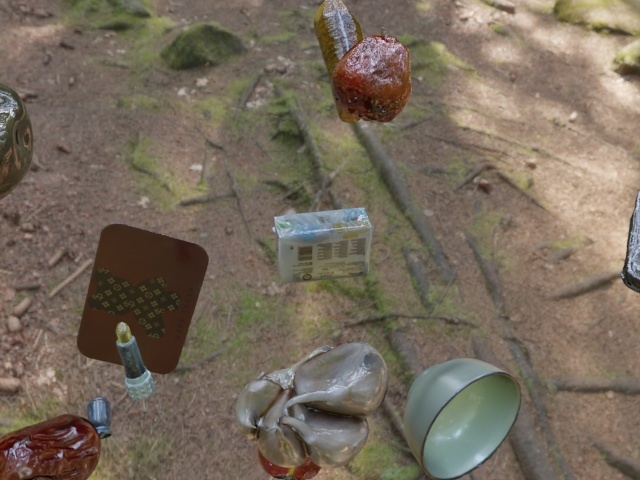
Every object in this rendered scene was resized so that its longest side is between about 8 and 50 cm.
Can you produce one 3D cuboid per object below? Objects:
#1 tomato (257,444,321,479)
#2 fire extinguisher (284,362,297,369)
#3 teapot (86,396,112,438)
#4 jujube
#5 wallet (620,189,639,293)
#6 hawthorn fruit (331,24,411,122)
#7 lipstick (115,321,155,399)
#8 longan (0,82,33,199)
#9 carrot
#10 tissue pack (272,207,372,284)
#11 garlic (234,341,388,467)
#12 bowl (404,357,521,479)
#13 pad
[{"bbox_3d":[-0.068,0.436,1.262,0.159,0.091,0.139,20,73,-24],"label":"tomato"},{"bbox_3d":[-0.008,0.271,1.220,0.157,0.078,0.045,-4,47,-25],"label":"fire extinguisher"},{"bbox_3d":[-0.485,0.389,1.292,0.049,0.064,0.083,30,38,-52],"label":"teapot"},{"bbox_3d":[-0.541,0.425,1.164,0.155,0.155,0.230,43,8,23],"label":"jujube"},{"bbox_3d":[0.367,0.005,0.632,0.082,0.018,0.156,23,51,9],"label":"wallet"},{"bbox_3d":[0.111,-0.329,1.220,0.173,0.179,0.173,45,9,-9],"label":"hawthorn fruit"},{"bbox_3d":[-0.251,0.160,0.792,0.037,0.116,0.037,-4,31,3],"label":"lipstick"},{"bbox_3d":[-0.801,-0.226,1.349,0.289,0.288,0.350,-6,52,-22],"label":"longan"},{"bbox_3d":[0.061,-0.444,1.452,0.114,0.114,0.301,-7,73,-22],"label":"carrot"},{"bbox_3d":[0.000,0.000,1.483,0.230,0.159,0.145,-6,38,-8],"label":"tissue pack"},{"bbox_3d":[-0.015,0.257,0.973,0.238,0.210,0.292,14,0,-12],"label":"garlic"},{"bbox_3d":[0.363,0.465,1.649,0.354,0.353,0.185,-13,29,-27],"label":"bowl"},{"bbox_3d":[-0.305,0.106,1.011,0.181,0.267,0.004,16,20,-11],"label":"pad"}]
